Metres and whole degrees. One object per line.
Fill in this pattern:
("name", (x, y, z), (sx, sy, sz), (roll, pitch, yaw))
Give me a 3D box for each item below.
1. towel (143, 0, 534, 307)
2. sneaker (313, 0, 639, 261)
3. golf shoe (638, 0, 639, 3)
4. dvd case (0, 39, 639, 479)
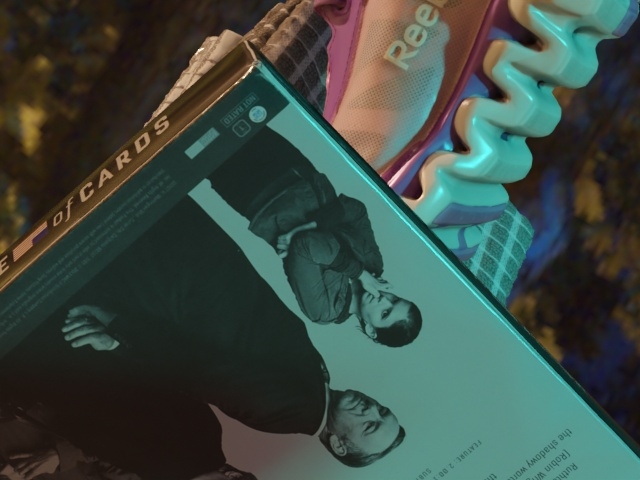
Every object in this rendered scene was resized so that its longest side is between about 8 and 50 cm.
("towel", (0.000, 0.000, 1.136), (0.235, 0.283, 0.121), (43, -50, -12))
("sneaker", (0.035, -0.062, 0.723), (0.104, 0.236, 0.095), (37, 7, 15))
("golf shoe", (0.144, -0.136, 0.821), (0.094, 0.198, 0.077), (13, -52, 40))
("dvd case", (-0.011, 0.073, 0.657), (0.179, 0.029, 0.238), (-41, -63, 8))
